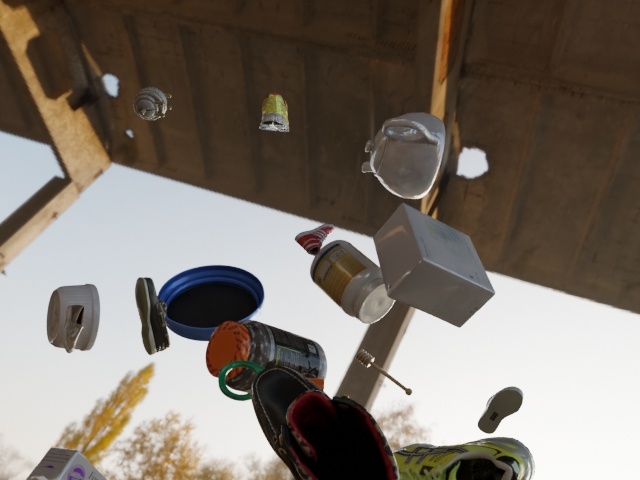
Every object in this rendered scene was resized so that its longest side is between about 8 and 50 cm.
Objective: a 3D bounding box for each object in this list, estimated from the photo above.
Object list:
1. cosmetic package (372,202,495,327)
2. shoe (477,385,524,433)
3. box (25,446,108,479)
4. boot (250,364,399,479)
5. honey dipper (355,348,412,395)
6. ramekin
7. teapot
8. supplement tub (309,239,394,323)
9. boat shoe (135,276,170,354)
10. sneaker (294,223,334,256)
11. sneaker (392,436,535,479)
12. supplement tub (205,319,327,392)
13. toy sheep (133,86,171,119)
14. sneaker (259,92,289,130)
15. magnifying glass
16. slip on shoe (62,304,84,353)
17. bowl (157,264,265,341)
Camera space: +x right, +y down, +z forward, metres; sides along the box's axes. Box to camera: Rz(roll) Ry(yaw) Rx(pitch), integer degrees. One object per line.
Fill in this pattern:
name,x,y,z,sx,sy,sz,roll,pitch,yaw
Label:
cosmetic package,0.267,0.057,1.426,0.225,0.224,0.138,23,-58,-23
shoe,0.447,0.397,1.451,0.064,0.081,0.177,31,-50,13
box,-0.309,0.434,0.890,0.067,0.063,0.323,-6,-54,29
boot,-0.002,0.299,0.897,0.377,0.138,0.284,52,-16,32
honey dipper,0.153,0.320,1.416,0.161,0.030,0.030,36,-33,26
ramekin,-0.751,0.231,1.783,0.109,0.207,0.207,7,-21,-37
teapot,0.215,-0.240,1.597,0.187,0.252,0.255,13,-60,-6
supplement tub,0.082,0.104,1.495,0.200,0.144,0.144,41,-26,40
boat shoe,-0.464,0.204,1.644,0.081,0.069,0.227,17,-65,50
sneaker,0.000,0.000,1.483,0.067,0.119,0.042,50,-37,29
sneaker,0.238,0.483,1.221,0.385,0.145,0.147,-24,-24,19
supplement tub,-0.157,0.357,1.750,0.207,0.207,0.338,-11,-28,42
toy sheep,-0.440,-0.354,1.532,0.091,0.132,0.091,2,-62,4
sneaker,-0.118,-0.341,1.571,0.082,0.094,0.208,3,4,-8
magnifying glass,-0.107,0.309,1.288,0.231,0.092,0.026,4,-44,-6
slip on shoe,-0.665,0.238,1.598,0.041,0.135,0.051,-8,-33,0
bowl,-0.401,0.228,2.179,0.392,0.391,0.077,15,-56,21
